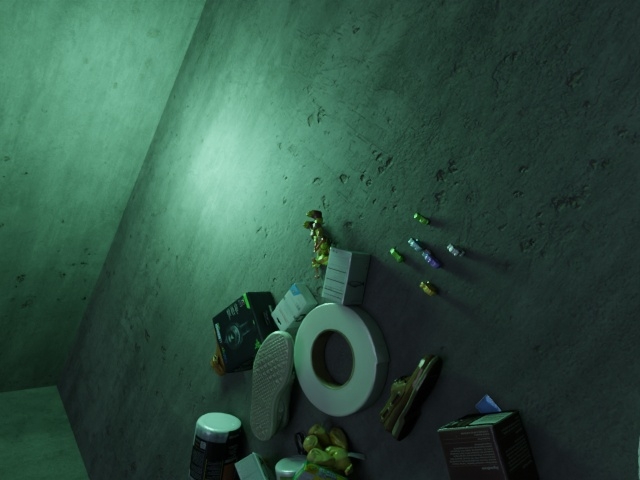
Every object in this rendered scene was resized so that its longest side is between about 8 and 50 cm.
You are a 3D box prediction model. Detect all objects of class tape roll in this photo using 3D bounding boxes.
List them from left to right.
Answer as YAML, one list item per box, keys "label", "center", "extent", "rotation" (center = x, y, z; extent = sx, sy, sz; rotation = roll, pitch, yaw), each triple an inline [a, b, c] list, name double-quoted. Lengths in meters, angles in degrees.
- label: "tape roll"
  center: [0.063, 0.410, 1.813]
  extent: [0.392, 0.072, 0.392]
  rotation: [-5, 82, 44]

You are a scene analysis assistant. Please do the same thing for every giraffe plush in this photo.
- label: "giraffe plush"
  center: [0.026, 0.761, 1.781]
  extent: [0.210, 0.181, 0.170]
  rotation: [24, 119, 6]

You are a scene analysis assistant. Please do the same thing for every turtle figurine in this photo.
- label: "turtle figurine"
  center: [0.000, 0.000, 1.870]
  extent: [0.269, 0.087, 0.217]
  rotation: [93, 164, -59]

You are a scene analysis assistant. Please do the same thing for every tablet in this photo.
- label: "tablet"
  center: [0.479, 0.480, 1.455]
  extent: [0.083, 0.006, 0.054]
  rotation: [50, 119, 33]

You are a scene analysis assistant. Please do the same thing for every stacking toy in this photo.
- label: "stacking toy"
  center: [0.322, 0.039, 1.612]
  extent: [0.221, 0.052, 0.167]
  rotation: [49, 118, 35]

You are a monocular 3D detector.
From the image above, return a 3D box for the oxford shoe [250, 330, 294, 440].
- label: "oxford shoe"
  center: [-0.165, 0.537, 1.953]
  extent: [0.169, 0.130, 0.449]
  rotation: [23, 111, 39]

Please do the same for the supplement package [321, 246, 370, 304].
- label: "supplement package"
  center: [0.089, 0.122, 1.789]
  extent: [0.105, 0.105, 0.179]
  rotation: [14, 97, 43]

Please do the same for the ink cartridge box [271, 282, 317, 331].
- label: "ink cartridge box"
  center: [-0.102, 0.261, 1.988]
  extent: [0.180, 0.060, 0.104]
  rotation: [-53, 55, 27]

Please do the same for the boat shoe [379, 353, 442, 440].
- label: "boat shoe"
  center: [0.264, 0.463, 1.589]
  extent: [0.104, 0.111, 0.307]
  rotation: [37, 111, 38]

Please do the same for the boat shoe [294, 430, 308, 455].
- label: "boat shoe"
  center: [-0.068, 0.775, 1.927]
  extent: [0.046, 0.038, 0.125]
  rotation: [-25, 70, 39]

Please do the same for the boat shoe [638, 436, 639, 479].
- label: "boat shoe"
  center: [0.752, 0.457, 1.135]
  extent: [0.098, 0.096, 0.277]
  rotation: [4, 89, 44]

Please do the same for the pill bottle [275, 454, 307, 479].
- label: "pill bottle"
  center: [-0.077, 0.908, 1.845]
  extent: [0.136, 0.136, 0.245]
  rotation: [-7, 92, 43]

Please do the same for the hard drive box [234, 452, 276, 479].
- label: "hard drive box"
  center: [-0.216, 0.935, 1.949]
  extent: [0.089, 0.181, 0.232]
  rotation: [-29, 60, -5]

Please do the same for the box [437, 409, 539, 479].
- label: "box"
  center: [0.442, 0.571, 1.365]
  extent: [0.167, 0.168, 0.203]
  rotation: [-23, 73, 40]

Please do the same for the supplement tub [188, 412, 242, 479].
- label: "supplement tub"
  center: [-0.440, 0.902, 2.164]
  extent: [0.193, 0.193, 0.316]
  rotation: [12, 94, 43]

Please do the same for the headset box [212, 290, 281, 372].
- label: "headset box"
  center: [-0.283, 0.366, 2.103]
  extent: [0.283, 0.131, 0.246]
  rotation: [-36, 63, 35]

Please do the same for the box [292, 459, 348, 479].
- label: "box"
  center: [0.009, 0.786, 1.684]
  extent: [0.105, 0.179, 0.043]
  rotation: [-57, 7, 35]

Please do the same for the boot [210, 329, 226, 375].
- label: "boot"
  center: [-0.446, 0.486, 2.291]
  extent: [0.152, 0.073, 0.197]
  rotation: [-53, 51, 32]
